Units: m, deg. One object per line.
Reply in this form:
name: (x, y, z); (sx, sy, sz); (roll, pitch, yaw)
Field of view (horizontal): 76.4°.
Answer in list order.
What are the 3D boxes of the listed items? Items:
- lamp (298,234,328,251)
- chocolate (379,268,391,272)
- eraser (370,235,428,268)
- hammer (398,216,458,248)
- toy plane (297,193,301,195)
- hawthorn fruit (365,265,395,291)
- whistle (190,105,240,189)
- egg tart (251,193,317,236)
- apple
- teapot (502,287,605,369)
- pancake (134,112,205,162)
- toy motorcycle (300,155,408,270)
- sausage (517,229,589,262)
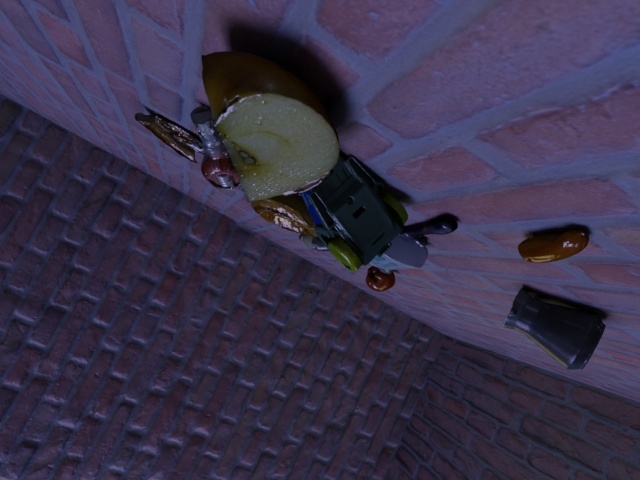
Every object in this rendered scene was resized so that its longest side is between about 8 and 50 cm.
lamp: (0.000, 0.000, 1.807); (0.250, 0.101, 0.101); (14, 165, 42)
chocolate: (0.260, 0.089, 1.663); (0.072, 0.072, 0.167); (21, 169, 31)
eraser: (0.218, 0.028, 1.352); (0.188, 0.104, 0.290); (24, 172, -5)
hammer: (0.271, -0.031, 1.071); (0.137, 0.037, 0.290); (26, 172, -6)
toy plane: (-0.027, -0.153, 1.217); (0.167, 0.054, 0.062); (25, -164, 18)
hawthorn fruit: (0.285, 0.177, 1.917); (0.137, 0.133, 0.132); (21, 176, -36)
whistle: (-0.291, -0.250, 1.178); (0.142, 0.134, 0.346); (11, 160, 6)
egg tart: (-0.109, -0.108, 1.475); (0.289, 0.116, 0.290); (24, 171, 4)
apple: (-0.099, -0.193, 0.742); (0.254, 0.179, 0.346); (41, 165, 15)
teapot: (0.665, 0.242, 1.169); (0.225, 0.171, 0.203); (29, -156, 32)
pancake: (-0.496, -0.346, 1.410); (0.257, 0.056, 0.212); (29, 171, -12)
toy motorcycle: (0.038, -0.103, 0.976); (0.327, 0.191, 0.200); (51, 170, -21)
sausage: (0.445, 0.014, 0.783); (0.061, 0.054, 0.183); (0, 172, -10)
